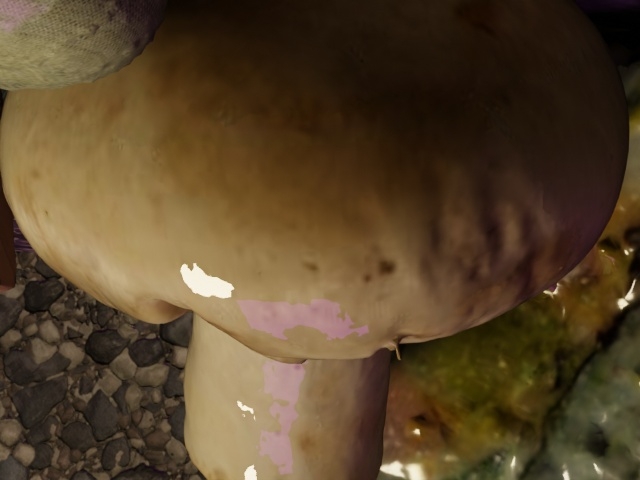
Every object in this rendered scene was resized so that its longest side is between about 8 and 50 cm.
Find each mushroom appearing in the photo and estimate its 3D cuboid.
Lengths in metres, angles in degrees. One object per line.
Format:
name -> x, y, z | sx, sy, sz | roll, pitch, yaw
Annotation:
mushroom -> 0.000, 0.000, 0.635 | 0.292, 0.290, 0.292 | -1, -159, 0

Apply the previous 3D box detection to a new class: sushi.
sushi -> 0.158, 0.076, 0.802 | 0.351, 0.396, 0.240 | 26, -175, 35

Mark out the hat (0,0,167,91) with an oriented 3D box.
hat -> -0.116, -0.122, 0.467 | 0.257, 0.130, 0.257 | 6, 173, 1

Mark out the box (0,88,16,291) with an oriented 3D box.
box -> -0.248, -0.073, 0.638 | 0.086, 0.215, 0.215 | -13, 165, 25

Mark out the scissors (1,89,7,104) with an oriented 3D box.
scissors -> -0.238, 0.022, 0.815 | 0.029, 0.383, 0.256 | 26, 169, -19
